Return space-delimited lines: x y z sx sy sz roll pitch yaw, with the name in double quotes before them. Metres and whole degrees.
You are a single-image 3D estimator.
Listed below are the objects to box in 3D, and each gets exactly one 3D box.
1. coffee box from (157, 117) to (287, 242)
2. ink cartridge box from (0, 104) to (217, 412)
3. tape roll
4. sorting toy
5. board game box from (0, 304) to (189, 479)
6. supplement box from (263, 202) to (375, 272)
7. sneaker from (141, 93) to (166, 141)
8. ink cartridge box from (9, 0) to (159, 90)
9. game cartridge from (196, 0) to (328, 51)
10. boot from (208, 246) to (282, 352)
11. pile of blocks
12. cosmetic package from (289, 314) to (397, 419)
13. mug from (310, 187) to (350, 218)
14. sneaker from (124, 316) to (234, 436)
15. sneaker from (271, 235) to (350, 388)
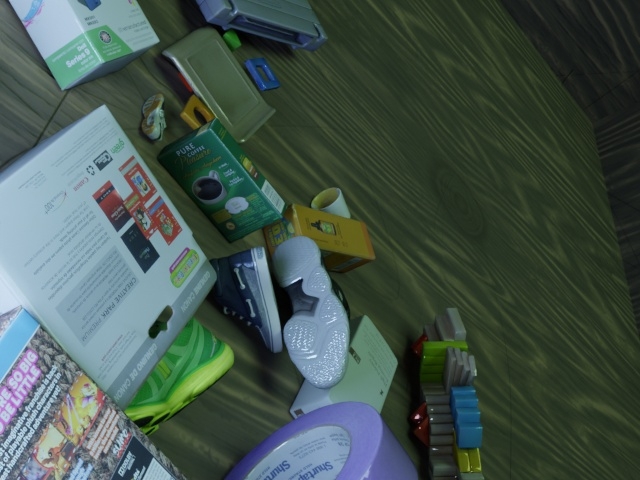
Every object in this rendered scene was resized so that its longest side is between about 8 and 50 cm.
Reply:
"coffee box" -0.148 -0.090 1.488 0.184 0.113 0.040 50 34 -23
"ink cartridge box" -0.289 0.033 1.144 0.272 0.130 0.309 57 30 -16
"tape roll" -0.017 0.326 1.221 0.090 0.274 0.275 55 31 -15
"sorting toy" -0.175 -0.258 1.638 0.196 0.047 0.348 51 29 -11
"board game box" -0.293 0.258 0.957 0.291 0.141 0.232 53 31 -21
"supplement box" 0.000 0.000 1.699 0.233 0.080 0.078 15 55 -56
"sneaker" -0.250 -0.185 1.481 0.037 0.032 0.083 54 33 -46
"ink cartridge box" -0.347 -0.338 1.369 0.212 0.093 0.154 59 30 -7
"game cartridge" -0.140 -0.478 1.817 0.355 0.068 0.230 -2 57 -59
"boot" -0.110 0.095 1.467 0.069 0.086 0.190 -105 -176 -59
"pile of blocks" 0.220 0.291 1.786 0.149 0.112 0.362 98 -11 -54
"cosmetic package" 0.044 0.236 1.585 0.117 0.085 0.231 55 30 -18
"mug" 0.026 -0.059 1.805 0.064 0.062 0.078 57 36 -30
"sneaker" -0.224 0.171 1.199 0.123 0.109 0.295 49 27 6
"sneaker" 0.004 0.130 1.529 0.153 0.101 0.269 58 13 -52
